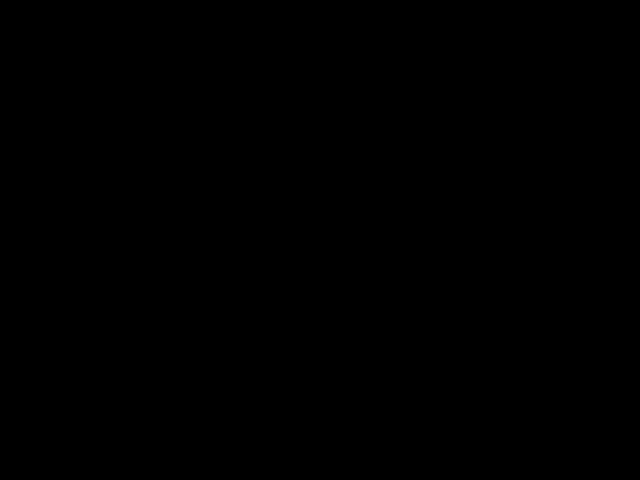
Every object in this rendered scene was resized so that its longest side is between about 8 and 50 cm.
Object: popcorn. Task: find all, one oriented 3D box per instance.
[{"bbox_3d":[-0.007,-0.017,0.184,0.354,0.344,0.390,-27,-129,10],"label":"popcorn"}]
